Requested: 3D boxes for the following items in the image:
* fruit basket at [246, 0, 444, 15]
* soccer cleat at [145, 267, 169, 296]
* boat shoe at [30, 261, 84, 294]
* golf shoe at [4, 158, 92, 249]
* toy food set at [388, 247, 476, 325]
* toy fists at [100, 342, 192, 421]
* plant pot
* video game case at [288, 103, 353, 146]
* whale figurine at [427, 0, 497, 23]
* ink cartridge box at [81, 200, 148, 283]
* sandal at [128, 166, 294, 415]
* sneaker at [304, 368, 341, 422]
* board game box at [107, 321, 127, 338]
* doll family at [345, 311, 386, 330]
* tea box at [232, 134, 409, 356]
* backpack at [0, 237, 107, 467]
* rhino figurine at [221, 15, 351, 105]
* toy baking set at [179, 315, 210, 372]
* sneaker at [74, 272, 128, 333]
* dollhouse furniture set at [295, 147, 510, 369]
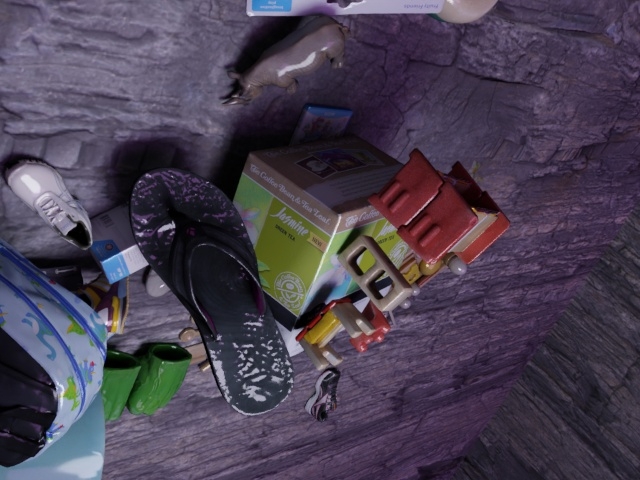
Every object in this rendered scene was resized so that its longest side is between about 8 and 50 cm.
[{"bbox_3d":[0.063,-0.455,0.992,0.327,0.165,0.353,-4,140,-12],"label":"fruit basket"},{"bbox_3d":[-0.250,0.036,1.314,0.196,0.076,0.068,-48,145,5],"label":"soccer cleat"},{"bbox_3d":[-0.480,0.059,1.139,0.206,0.075,0.064,10,76,-44],"label":"boat shoe"},{"bbox_3d":[-0.397,-0.051,1.066,0.069,0.086,0.176,-39,144,-4],"label":"golf shoe"},{"bbox_3d":[0.289,0.083,1.901,0.306,0.092,0.219,-39,146,-9],"label":"toy food set"},{"bbox_3d":[-0.383,0.284,1.415,0.279,0.096,0.142,5,113,-60],"label":"toy fists"},{"bbox_3d":[-0.530,0.344,1.184,0.235,0.293,0.293,8,121,-38],"label":"plant pot"},{"bbox_3d":[-0.013,-0.185,1.379,0.119,0.015,0.166,-4,129,-43],"label":"video game case"},{"bbox_3d":[0.202,-0.499,1.195,0.216,0.141,0.272,-46,124,-14],"label":"whale figurine"},{"bbox_3d":[-0.296,-0.017,1.186,0.180,0.104,0.060,-29,142,-20],"label":"ink cartridge box"},{"bbox_3d":[-0.153,0.079,1.135,0.168,0.107,0.445,-30,104,-19],"label":"sandal"},{"bbox_3d":[0.024,0.445,2.024,0.072,0.077,0.178,-10,132,-41],"label":"sneaker"},{"bbox_3d":[-0.435,0.145,1.284,0.103,0.026,0.154,-40,146,-6],"label":"board game box"},{"bbox_3d":[0.032,0.119,1.594,0.163,0.263,0.118,-27,128,-70],"label":"doll family"},{"bbox_3d":[0.000,0.000,1.336,0.329,0.220,0.323,-20,138,-50],"label":"tea box"},{"bbox_3d":[-0.470,0.136,0.964,0.290,0.356,0.273,-54,170,17],"label":"backpack"},{"bbox_3d":[-0.060,-0.285,1.156,0.243,0.073,0.106,-28,172,9],"label":"rhino figurine"},{"bbox_3d":[-0.201,0.193,1.570,0.256,0.030,0.196,-31,143,-19],"label":"toy baking set"},{"bbox_3d":[-0.365,0.082,1.175,0.084,0.185,0.069,9,116,-23],"label":"sneaker"},{"bbox_3d":[0.119,0.036,1.204,0.374,0.152,0.201,-46,158,19],"label":"dollhouse furniture set"}]
